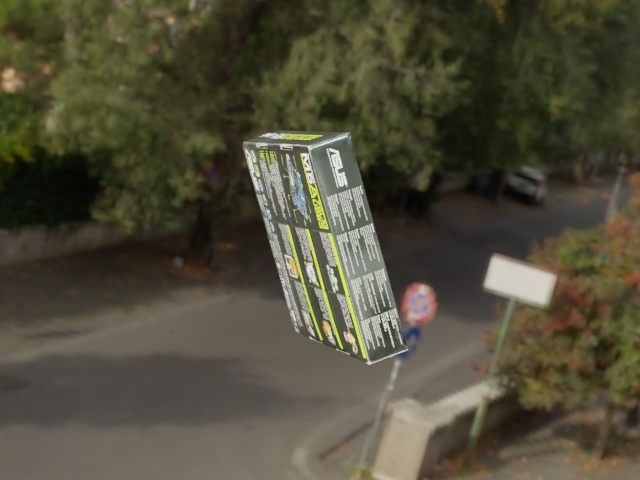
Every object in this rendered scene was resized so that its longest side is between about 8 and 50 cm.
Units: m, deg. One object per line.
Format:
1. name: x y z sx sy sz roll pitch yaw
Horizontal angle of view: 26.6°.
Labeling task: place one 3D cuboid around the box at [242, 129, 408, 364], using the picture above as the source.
1. box: 0.000 0.000 1.175 0.045 0.190 0.184 -19 11 -20
